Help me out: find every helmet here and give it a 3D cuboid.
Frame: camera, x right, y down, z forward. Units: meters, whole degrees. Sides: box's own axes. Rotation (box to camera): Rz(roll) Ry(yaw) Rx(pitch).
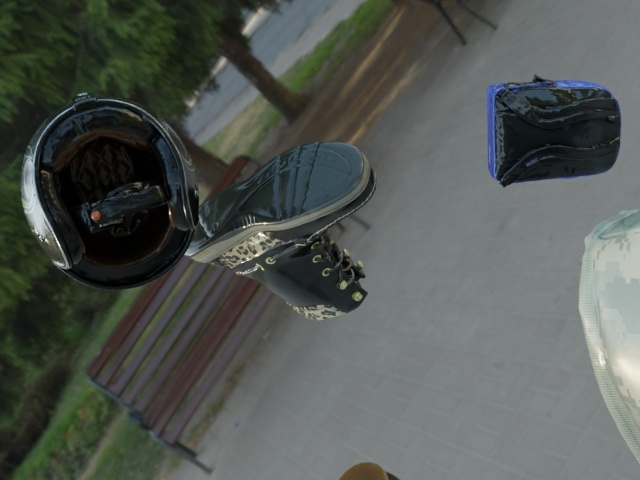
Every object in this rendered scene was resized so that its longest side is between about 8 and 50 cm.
[{"bbox_3d":[-0.187,-0.042,0.772,0.169,0.169,0.161,-57,5,-13],"label":"helmet"}]

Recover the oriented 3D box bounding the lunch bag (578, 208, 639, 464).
[{"bbox_3d":[0.272,0.090,0.389,0.169,0.287,0.235,-34,10,-19],"label":"lunch bag"}]

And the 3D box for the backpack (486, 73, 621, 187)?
[{"bbox_3d":[0.222,-0.112,0.826,0.101,0.120,0.097,-79,-16,-69],"label":"backpack"}]

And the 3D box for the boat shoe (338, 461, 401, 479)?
[{"bbox_3d":[0.072,0.266,0.808,0.073,0.073,0.207,-53,14,-12],"label":"boat shoe"}]

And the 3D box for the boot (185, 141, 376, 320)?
[{"bbox_3d":[0.000,-0.001,0.848,0.236,0.179,0.085,-21,48,39],"label":"boot"}]
